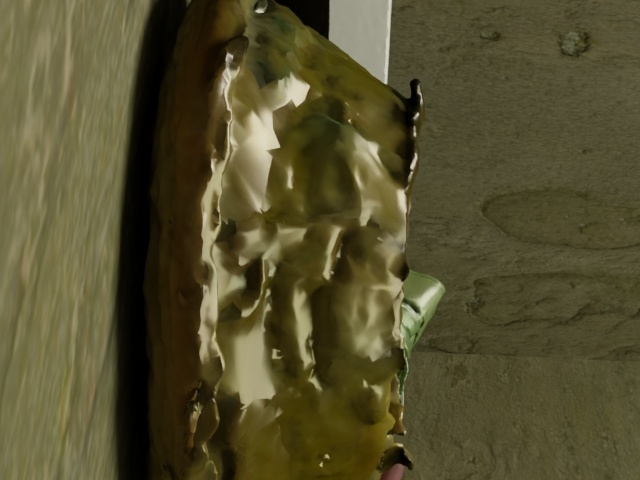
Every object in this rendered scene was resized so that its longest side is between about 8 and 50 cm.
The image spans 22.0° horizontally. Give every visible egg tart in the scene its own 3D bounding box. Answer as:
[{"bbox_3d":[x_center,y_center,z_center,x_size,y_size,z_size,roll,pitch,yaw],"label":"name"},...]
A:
[{"bbox_3d":[-0.013,0.019,0.769,0.315,0.120,0.315,3,90,-89],"label":"egg tart"}]

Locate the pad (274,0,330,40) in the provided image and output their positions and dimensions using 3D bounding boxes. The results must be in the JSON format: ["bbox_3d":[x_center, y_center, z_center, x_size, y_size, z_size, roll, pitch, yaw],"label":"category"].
[{"bbox_3d":[-0.025,-0.140,0.902,0.143,0.003,0.211,43,-43,54],"label":"pad"}]

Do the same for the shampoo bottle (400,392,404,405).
[{"bbox_3d":[0.014,0.130,1.441,0.303,0.092,0.092,172,-79,-83],"label":"shampoo bottle"}]

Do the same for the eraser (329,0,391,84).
[{"bbox_3d":[-0.005,-0.195,0.971,0.078,0.076,0.298,24,-66,60],"label":"eraser"}]

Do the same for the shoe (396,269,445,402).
[{"bbox_3d":[0.001,0.043,1.061,0.128,0.140,0.262,-58,-175,2],"label":"shoe"}]

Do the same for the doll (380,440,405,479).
[{"bbox_3d":[-0.011,0.186,0.887,0.211,0.093,0.262,-61,-164,14],"label":"doll"}]
